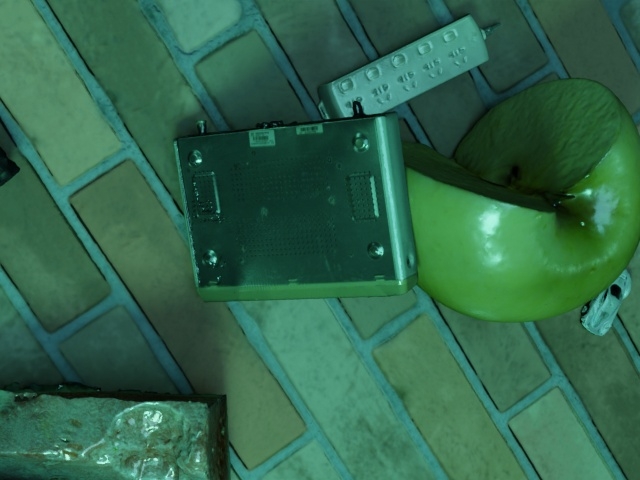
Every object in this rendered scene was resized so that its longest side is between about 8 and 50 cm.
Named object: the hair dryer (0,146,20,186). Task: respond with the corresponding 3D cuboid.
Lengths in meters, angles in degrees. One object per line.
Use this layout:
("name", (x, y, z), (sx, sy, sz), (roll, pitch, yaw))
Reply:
("hair dryer", (-0.471, -0.066, 1.327), (0.251, 0.089, 0.197), (-41, 106, -4))

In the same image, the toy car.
("toy car", (0.364, 0.075, 1.633), (0.041, 0.025, 0.093), (31, 85, -19))

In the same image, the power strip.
("power strip", (0.112, -0.204, 1.526), (0.253, 0.027, 0.060), (-28, 103, -14))

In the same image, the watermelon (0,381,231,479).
("watermelon", (-0.213, 0.203, 1.370), (0.318, 0.226, 0.148), (22, 61, -29))

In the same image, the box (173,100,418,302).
("box", (-0.032, -0.038, 1.391), (0.045, 0.270, 0.210), (-21, 107, -58))

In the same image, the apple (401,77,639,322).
("apple", (0.216, -0.032, 1.450), (0.295, 0.258, 0.233), (-28, 111, -26))
